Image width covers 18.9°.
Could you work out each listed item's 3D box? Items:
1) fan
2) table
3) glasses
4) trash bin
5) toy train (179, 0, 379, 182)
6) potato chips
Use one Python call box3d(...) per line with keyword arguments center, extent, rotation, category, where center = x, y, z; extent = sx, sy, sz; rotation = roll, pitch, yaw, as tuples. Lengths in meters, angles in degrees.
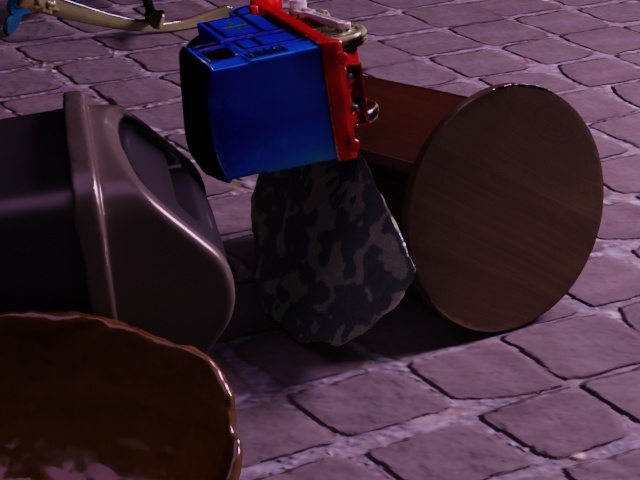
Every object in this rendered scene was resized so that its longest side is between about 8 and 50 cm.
box3d(center=(0.000, 0.000, 1.270), extent=(0.009, 0.131, 0.240), rotation=(19, 12, -31), category="fan")
box3d(center=(0.062, -0.042, 1.347), extent=(0.167, 0.167, 0.226), rotation=(-14, 19, -32), category="table")
box3d(center=(-0.202, -0.272, 1.989), extent=(0.206, 0.102, 0.239), rotation=(7, 22, 18), category="glasses")
box3d(center=(-0.204, 0.018, 1.149), extent=(0.290, 0.182, 0.209), rotation=(-8, 23, -7), category="trash bin")
box3d(center=(-0.038, -0.108, 1.284), extent=(0.131, 0.083, 0.204), rotation=(-14, 18, -12), category="toy train")
box3d(center=(-0.141, 0.110, 1.027), extent=(0.201, 0.049, 0.150), rotation=(-2, 65, 4), category="potato chips")
